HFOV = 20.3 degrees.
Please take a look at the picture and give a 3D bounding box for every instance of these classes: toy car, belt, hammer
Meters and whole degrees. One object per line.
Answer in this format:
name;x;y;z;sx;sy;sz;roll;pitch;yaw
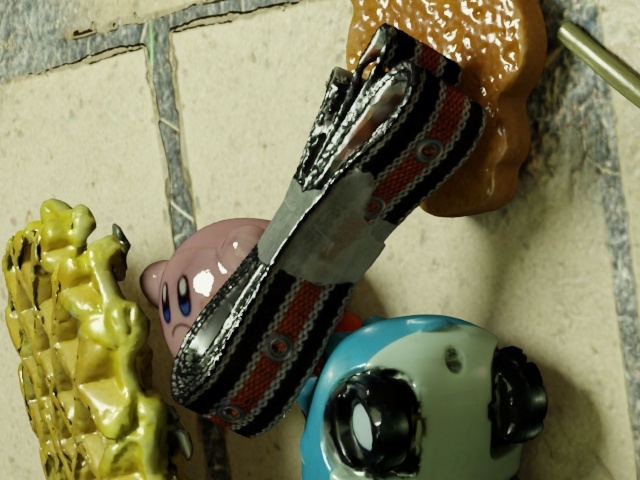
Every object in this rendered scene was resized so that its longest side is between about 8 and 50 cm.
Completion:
toy car;0.068;0.176;1.497;0.190;0.188;0.255;27;122;55
belt;0.000;0.000;1.455;0.359;0.094;0.126;-59;32;9
hammer;0.259;-0.111;1.398;0.199;0.013;0.062;45;123;27

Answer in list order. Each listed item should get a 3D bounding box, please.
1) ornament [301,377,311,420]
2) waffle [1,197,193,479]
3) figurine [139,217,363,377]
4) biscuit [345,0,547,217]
ornament;0.015;0.185;1.648;0.073;0.028;0.125;-16;84;41
waffle;-0.225;0.154;1.732;0.379;0.095;0.382;144;110;-68
figurine;-0.064;0.059;1.603;0.173;0.173;0.173;7;101;41
biscuit;0.101;-0.185;1.506;0.202;0.047;0.334;-14;85;43
